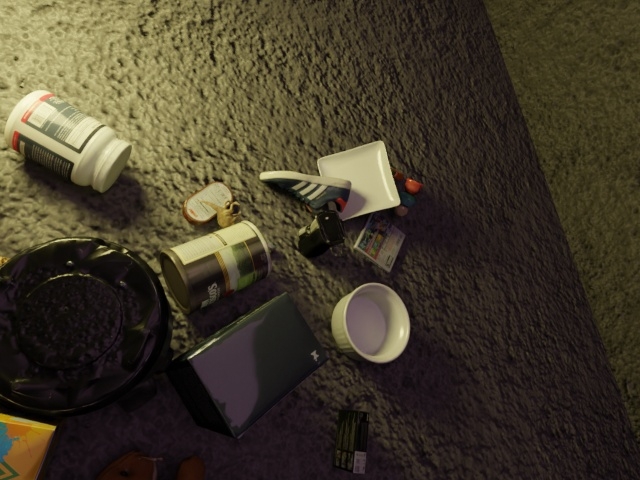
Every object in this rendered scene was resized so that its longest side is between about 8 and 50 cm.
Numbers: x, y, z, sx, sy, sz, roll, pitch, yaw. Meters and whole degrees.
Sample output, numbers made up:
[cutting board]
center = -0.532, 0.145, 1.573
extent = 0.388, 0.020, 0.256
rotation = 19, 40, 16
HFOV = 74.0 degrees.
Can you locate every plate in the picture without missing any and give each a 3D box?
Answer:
[plate]
center = 0.149, -0.230, 1.687
extent = 0.277, 0.045, 0.278
rotation = -15, 78, 7

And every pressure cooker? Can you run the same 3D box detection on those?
[pressure cooker]
center = -0.535, 0.212, 1.005
extent = 0.374, 0.420, 0.371
rotation = 13, 73, -13

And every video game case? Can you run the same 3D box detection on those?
[video game case]
center = 0.245, 0.004, 1.740
extent = 0.183, 0.023, 0.201
rotation = 36, 60, -13

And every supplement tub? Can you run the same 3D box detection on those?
[supplement tub]
center = -0.712, -0.278, 1.216
extent = 0.272, 0.191, 0.191
rotation = 31, 61, -16

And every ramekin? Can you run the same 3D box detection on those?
[ramekin]
center = 0.173, 0.302, 1.528
extent = 0.276, 0.135, 0.278
rotation = 9, 69, -25

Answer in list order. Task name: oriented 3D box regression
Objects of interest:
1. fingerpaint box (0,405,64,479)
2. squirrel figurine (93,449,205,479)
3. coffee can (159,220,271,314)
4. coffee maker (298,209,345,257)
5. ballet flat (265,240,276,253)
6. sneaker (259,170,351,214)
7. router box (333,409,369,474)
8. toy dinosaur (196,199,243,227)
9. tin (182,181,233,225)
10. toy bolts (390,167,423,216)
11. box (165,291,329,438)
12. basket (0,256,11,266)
[fingerpaint box]
center = -0.725, 0.395, 0.821
extent = 0.370, 0.444, 0.163
rotation = 21, 65, -21
[squirrel figurine]
center = -0.401, 0.710, 0.999
extent = 0.370, 0.281, 0.397
rotation = 29, 58, -10
[coffee can]
center = -0.318, 0.076, 1.300
extent = 0.275, 0.201, 0.202
rotation = -25, 85, -33
[coffee maker]
center = 0.000, 0.000, 1.514
extent = 0.120, 0.178, 0.172
rotation = 12, 65, -22
[ballet flat]
center = -0.208, 0.010, 1.482
extent = 0.114, 0.041, 0.041
rotation = 35, 60, -13
[sneaker]
center = -0.057, -0.175, 1.585
extent = 0.349, 0.131, 0.148
rotation = 7, 100, -12
[router box]
center = 0.099, 0.642, 1.367
extent = 0.046, 0.133, 0.179
rotation = 18, 65, -21
[toy dinosaur]
center = -0.315, -0.092, 1.414
extent = 0.183, 0.053, 0.093
rotation = 49, 61, -29
[tin]
center = -0.380, -0.128, 1.438
extent = 0.106, 0.040, 0.189
rotation = 48, 58, -1
[toy bolts]
center = 0.305, -0.207, 1.788
extent = 0.228, 0.159, 0.218
rotation = 30, 15, 17
[box]
center = -0.219, 0.334, 1.148
extent = 0.293, 0.395, 0.212
rotation = -32, 89, -33
[basket]
center = -0.831, 0.116, 0.947
extent = 0.222, 0.299, 0.214
rotation = 18, 66, -21
